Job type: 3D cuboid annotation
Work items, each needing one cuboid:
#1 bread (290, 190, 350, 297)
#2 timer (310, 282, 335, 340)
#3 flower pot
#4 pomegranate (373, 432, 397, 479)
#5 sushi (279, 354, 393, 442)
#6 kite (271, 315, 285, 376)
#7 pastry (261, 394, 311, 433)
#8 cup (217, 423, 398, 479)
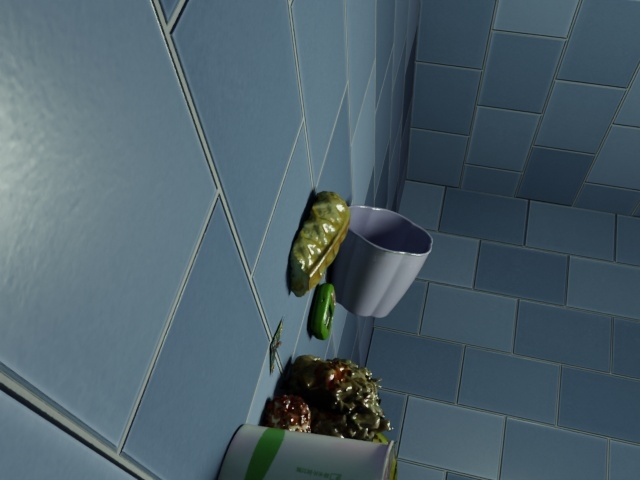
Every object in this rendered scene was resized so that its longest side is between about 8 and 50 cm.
[{"bbox_3d":[0.000,0.000,1.375,0.128,0.087,0.232,78,28,-45],"label":"bread"},{"bbox_3d":[0.006,0.178,1.678,0.140,0.047,0.128,78,23,-65],"label":"timer"},{"bbox_3d":[0.150,0.068,1.827,0.265,0.265,0.243,-59,166,-63],"label":"flower pot"},{"bbox_3d":[0.033,0.546,1.677,0.323,0.290,0.291,54,34,-25],"label":"pomegranate"},{"bbox_3d":[0.029,0.344,1.466,0.225,0.238,0.219,-96,-179,-54],"label":"sushi"},{"bbox_3d":[-0.087,0.206,1.303,0.090,0.004,0.122,24,77,-80],"label":"kite"},{"bbox_3d":[-0.070,0.405,1.357,0.115,0.097,0.209,-52,153,-49],"label":"pastry"},{"bbox_3d":[-0.025,0.434,1.119,0.253,0.273,0.253,10,90,-78],"label":"cup"}]
